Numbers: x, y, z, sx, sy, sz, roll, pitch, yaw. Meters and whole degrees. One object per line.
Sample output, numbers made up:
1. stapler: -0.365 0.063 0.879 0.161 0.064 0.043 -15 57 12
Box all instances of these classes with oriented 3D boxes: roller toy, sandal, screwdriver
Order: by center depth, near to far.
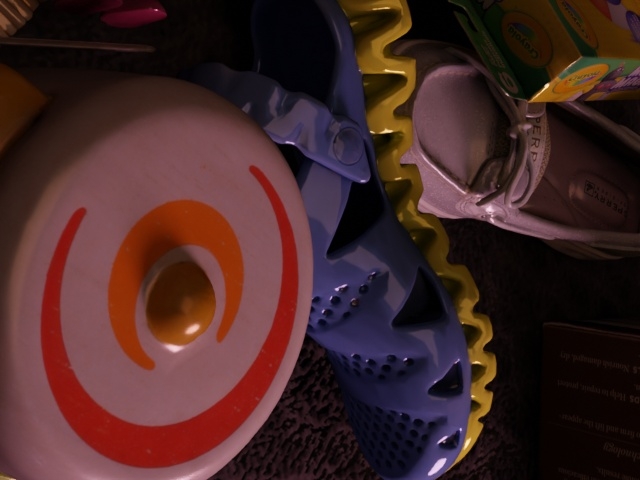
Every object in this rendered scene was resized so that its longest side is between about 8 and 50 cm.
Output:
1. roller toy: -0.103 0.016 0.548 0.191 0.146 0.209 -18 111 -45
2. screwdriver: -0.148 -0.098 0.575 0.170 0.024 0.025 -13 74 -47
3. sandal: 0.000 0.000 0.684 0.138 0.126 0.317 -25 101 -36

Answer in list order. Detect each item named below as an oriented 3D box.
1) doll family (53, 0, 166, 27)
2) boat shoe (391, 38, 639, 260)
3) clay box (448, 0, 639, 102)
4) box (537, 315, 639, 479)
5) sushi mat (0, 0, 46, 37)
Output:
1. doll family: -0.130 -0.202 0.518 0.263 0.118 0.163 6 79 -49
2. boat shoe: 0.155 -0.056 0.826 0.320 0.103 0.118 23 77 -41
3. clay box: 0.164 -0.158 0.806 0.222 0.053 0.127 -9 66 -52
4. box: 0.279 0.163 0.900 0.168 0.167 0.203 -1 93 -34
5. sushi mat: -0.256 -0.172 0.492 0.316 0.019 0.151 47 63 -35
